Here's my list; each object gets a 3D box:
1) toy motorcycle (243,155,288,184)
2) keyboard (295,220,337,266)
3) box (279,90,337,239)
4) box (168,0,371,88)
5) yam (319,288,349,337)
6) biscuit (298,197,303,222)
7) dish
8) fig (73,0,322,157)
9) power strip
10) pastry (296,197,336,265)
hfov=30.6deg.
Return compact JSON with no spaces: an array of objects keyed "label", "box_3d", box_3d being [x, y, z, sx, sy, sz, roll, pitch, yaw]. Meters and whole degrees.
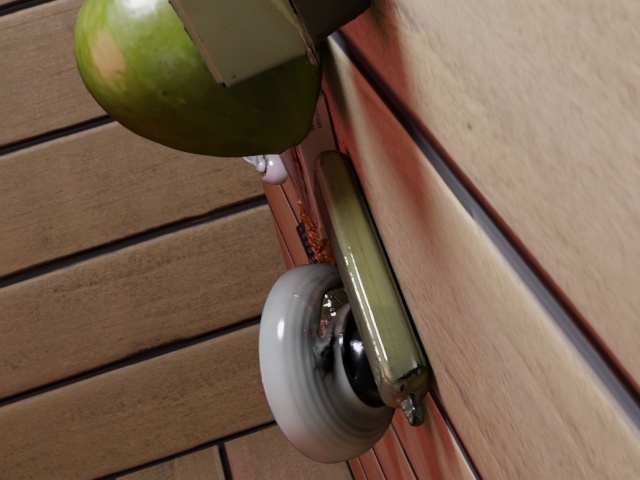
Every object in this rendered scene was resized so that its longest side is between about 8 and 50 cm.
[{"label":"toy motorcycle","box_3d":[-0.106,-0.203,2.400,0.254,0.112,0.113,-113,7,-59]},{"label":"keyboard","box_3d":[0.032,0.106,2.022,0.310,0.018,0.101,67,160,6]},{"label":"box","box_3d":[-0.034,-0.173,1.781,0.353,0.069,0.214,-119,13,-60]},{"label":"box","box_3d":[-0.080,-0.297,1.070,0.221,0.166,0.291,62,-176,-45]},{"label":"yam","box_3d":[0.044,0.148,1.853,0.107,0.107,0.183,82,167,-65]},{"label":"biscuit","box_3d":[0.000,0.000,2.152,0.226,0.042,0.226,162,90,-86]},{"label":"dish","box_3d":[0.051,0.154,1.564,0.273,0.133,0.273,26,-123,-49]},{"label":"fig","box_3d":[-0.130,-0.232,1.428,0.316,0.316,0.316,162,90,-85]},{"label":"power strip","box_3d":[0.066,0.057,1.483,0.092,0.066,0.388,84,170,-61]},{"label":"pastry","box_3d":[0.001,-0.022,1.910,0.087,0.063,0.169,-118,12,-53]}]
